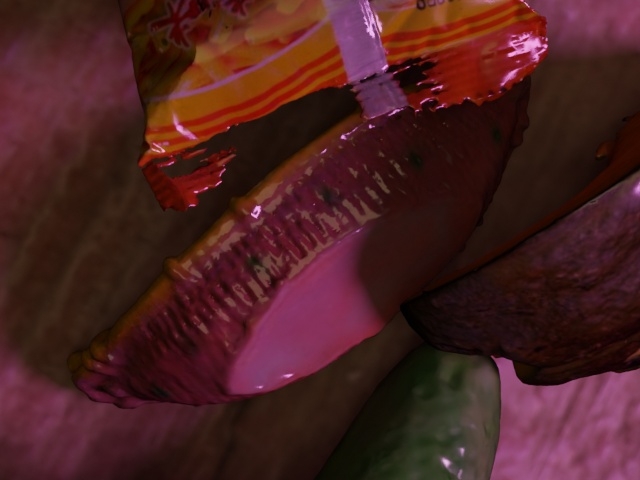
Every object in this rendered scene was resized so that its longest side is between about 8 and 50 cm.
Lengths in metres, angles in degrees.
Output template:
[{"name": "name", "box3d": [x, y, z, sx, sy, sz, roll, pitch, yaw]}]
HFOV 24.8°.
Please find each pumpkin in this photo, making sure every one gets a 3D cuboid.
[{"name": "pumpkin", "box3d": [0.187, 0.003, 0.769, 0.254, 0.149, 0.130, -36, 96, -18]}]

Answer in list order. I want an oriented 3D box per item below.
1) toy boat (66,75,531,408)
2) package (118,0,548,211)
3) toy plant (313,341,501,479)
[{"name": "toy boat", "box3d": [0.001, 0.005, 0.811, 0.318, 0.099, 0.141, -35, 133, -2]}, {"name": "package", "box3d": [-0.034, -0.175, 0.776, 0.223, 0.108, 0.288, -24, 66, -5]}, {"name": "toy plant", "box3d": [-0.054, 0.203, 0.736, 0.356, 0.211, 0.317, 3, 89, -25]}]
